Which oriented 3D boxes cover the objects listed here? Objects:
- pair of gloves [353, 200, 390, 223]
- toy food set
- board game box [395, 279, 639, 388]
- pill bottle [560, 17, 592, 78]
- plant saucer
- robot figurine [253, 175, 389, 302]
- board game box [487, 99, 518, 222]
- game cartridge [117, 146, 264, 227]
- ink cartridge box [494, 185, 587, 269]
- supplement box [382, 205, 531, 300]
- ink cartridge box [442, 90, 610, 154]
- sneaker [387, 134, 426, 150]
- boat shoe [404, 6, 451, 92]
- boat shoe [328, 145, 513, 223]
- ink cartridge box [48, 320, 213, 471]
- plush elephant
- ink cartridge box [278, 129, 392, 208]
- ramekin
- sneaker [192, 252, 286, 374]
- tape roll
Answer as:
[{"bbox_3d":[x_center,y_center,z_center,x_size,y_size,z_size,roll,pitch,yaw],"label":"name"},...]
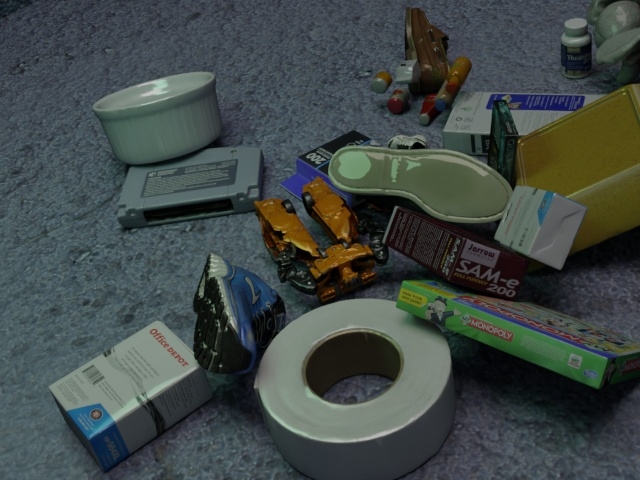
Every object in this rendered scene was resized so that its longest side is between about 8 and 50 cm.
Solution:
[{"bbox_3d":[0.093,-0.055,1.679,0.074,0.010,0.083,25,52,38],"label":"pair of gloves"},{"bbox_3d":[0.214,-0.321,1.899,0.232,0.111,0.104,-1,39,29],"label":"toy food set"},{"bbox_3d":[0.297,0.126,1.265,0.317,0.046,0.213,21,10,35],"label":"board game box"},{"bbox_3d":[0.566,-0.425,1.927,0.067,0.120,0.067,-8,37,6],"label":"pill bottle"},{"bbox_3d":[0.463,-0.133,1.508,0.332,0.081,0.333,-27,32,25],"label":"plant saucer"},{"bbox_3d":[0.000,0.000,1.565,0.211,0.085,0.291,-22,43,-12],"label":"robot figurine"},{"bbox_3d":[0.327,-0.143,1.579,0.026,0.186,0.126,-2,38,1],"label":"board game box"},{"bbox_3d":[-0.266,-0.118,1.829,0.297,0.062,0.198,-8,33,6],"label":"game cartridge"},{"bbox_3d":[0.343,-0.025,1.374,0.060,0.104,0.180,21,6,-8],"label":"ink cartridge box"},{"bbox_3d":[0.211,0.017,1.401,0.130,0.073,0.239,17,7,-23],"label":"supplement box"},{"bbox_3d":[0.429,-0.237,1.773,0.332,0.065,0.165,5,40,24],"label":"ink cartridge box"},{"bbox_3d":[0.181,-0.200,1.822,0.083,0.032,0.037,-8,37,7],"label":"sneaker"},{"bbox_3d":[0.255,-0.452,2.074,0.104,0.111,0.307,-4,48,5],"label":"boat shoe"},{"bbox_3d":[0.187,-0.095,1.590,0.339,0.113,0.127,8,83,19],"label":"boat shoe"},{"bbox_3d":[-0.292,0.236,1.354,0.203,0.086,0.148,-31,42,-24],"label":"ink cartridge box"},{"bbox_3d":[0.684,-0.420,1.792,0.255,0.330,0.272,-12,41,32],"label":"plush elephant"},{"bbox_3d":[0.046,-0.138,1.766,0.208,0.045,0.206,-31,38,-20],"label":"ink cartridge box"},{"bbox_3d":[-0.351,-0.271,1.933,0.277,0.135,0.277,-12,22,5],"label":"ramekin"},{"bbox_3d":[-0.118,0.116,1.385,0.147,0.130,0.330,15,17,-12],"label":"sneaker"},{"bbox_3d":[0.053,0.214,1.273,0.286,0.100,0.286,-8,38,6],"label":"tape roll"}]
